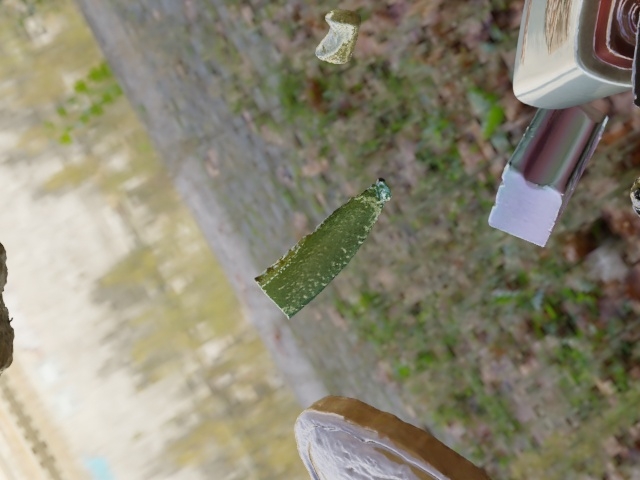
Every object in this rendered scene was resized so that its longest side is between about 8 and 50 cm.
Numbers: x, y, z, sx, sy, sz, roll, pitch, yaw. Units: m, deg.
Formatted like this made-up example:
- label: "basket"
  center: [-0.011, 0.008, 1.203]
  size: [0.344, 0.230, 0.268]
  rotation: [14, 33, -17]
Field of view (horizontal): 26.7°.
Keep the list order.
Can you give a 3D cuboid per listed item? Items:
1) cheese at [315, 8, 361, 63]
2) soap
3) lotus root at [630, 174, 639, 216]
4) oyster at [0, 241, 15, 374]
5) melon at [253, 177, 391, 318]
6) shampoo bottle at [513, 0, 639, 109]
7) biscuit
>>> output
- label: "cheese"
  center: [0.020, -0.230, 1.512]
  size: [0.083, 0.044, 0.030]
  rotation: [107, 160, -62]
- label: "soap"
  center: [0.194, -0.064, 1.140]
  size: [0.056, 0.149, 0.100]
  rotation: [25, 139, 10]
- label: "lotus root"
  center: [0.605, -0.106, 2.012]
  size: [0.309, 0.173, 0.173]
  rotation: [-23, 97, 56]
- label: "oyster"
  center: [-0.262, 0.063, 0.862]
  size: [0.232, 0.161, 0.107]
  rotation: [-33, 58, 49]
- label: "melon"
  center: [0.001, 0.000, 1.671]
  size: [0.262, 0.114, 0.053]
  rotation: [-46, 56, 32]
- label: "shampoo bottle"
  center: [0.187, -0.144, 0.872]
  size: [0.284, 0.071, 0.153]
  rotation: [-93, 15, -77]
- label: "biscuit"
  center: [0.127, 0.362, 1.753]
  size: [0.385, 0.062, 0.365]
  rotation: [29, 149, 21]
